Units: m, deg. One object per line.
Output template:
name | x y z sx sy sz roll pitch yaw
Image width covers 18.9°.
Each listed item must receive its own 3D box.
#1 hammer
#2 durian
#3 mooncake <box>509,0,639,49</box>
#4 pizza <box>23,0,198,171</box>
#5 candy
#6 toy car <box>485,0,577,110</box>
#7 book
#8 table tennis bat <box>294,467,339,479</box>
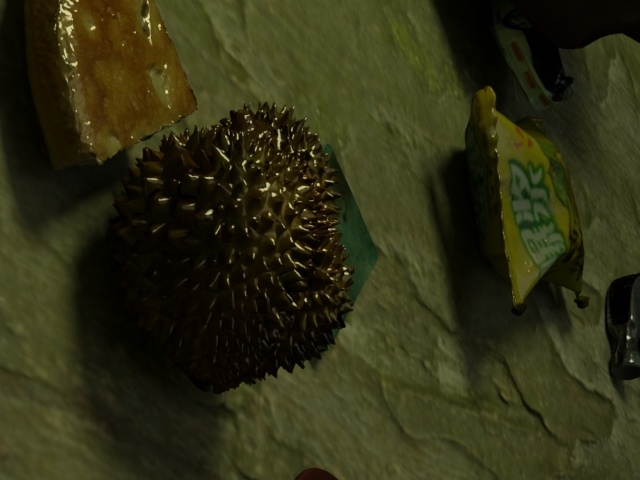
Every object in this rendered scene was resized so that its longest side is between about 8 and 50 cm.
hammer | 0.357 0.134 1.941 0.290 0.037 0.137 46 39 -45
durian | -0.050 0.002 1.078 0.158 0.137 0.168 2 87 -52
mooncake | 0.239 -0.304 1.698 0.326 0.174 0.334 27 32 -42
pizza | -0.124 -0.097 1.071 0.134 0.046 0.175 49 35 -41
candy | 0.173 -0.027 1.611 0.297 0.081 0.187 12 64 -74
toy car | 0.186 -0.196 1.749 0.095 0.056 0.205 56 18 -31
book | 0.000 0.000 1.304 0.103 0.017 0.135 66 26 -19
table tennis bat | 0.020 0.204 1.230 0.154 0.019 0.098 41 40 -46
